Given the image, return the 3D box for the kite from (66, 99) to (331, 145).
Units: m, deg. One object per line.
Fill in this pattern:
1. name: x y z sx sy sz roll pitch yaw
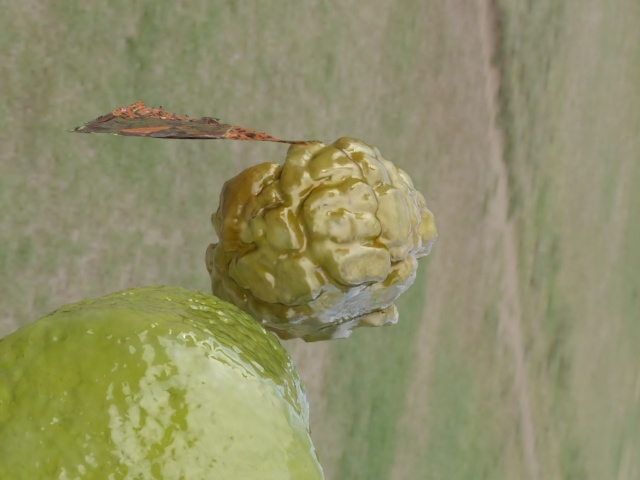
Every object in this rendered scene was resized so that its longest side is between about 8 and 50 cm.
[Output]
1. kite: -0.110 -0.074 0.841 0.125 0.222 0.008 -6 105 -39

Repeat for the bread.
1. bread: -0.151 0.201 1.110 0.308 0.348 0.348 -59 154 -76

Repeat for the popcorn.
1. popcorn: 0.000 0.000 1.301 0.250 0.250 0.190 43 43 -69
